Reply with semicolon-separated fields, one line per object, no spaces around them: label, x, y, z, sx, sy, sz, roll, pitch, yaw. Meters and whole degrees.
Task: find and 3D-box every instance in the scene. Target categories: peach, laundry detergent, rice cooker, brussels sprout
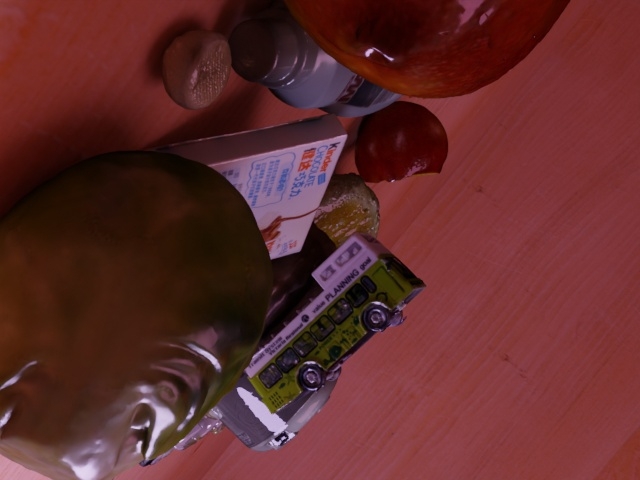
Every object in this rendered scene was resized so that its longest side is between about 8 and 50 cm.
peach;0.091;-0.290;0.613;0.373;0.289;0.373;-56;171;-13
laundry detergent;0.032;-0.262;0.914;0.264;0.124;0.397;-55;166;31
peach;0.161;-0.177;1.473;0.190;0.190;0.193;103;2;-65
rice cooker;-0.133;0.279;1.583;0.288;0.277;0.288;-45;-175;5
brussels sprout;-0.185;0.077;0.728;0.344;0.268;0.344;-46;146;-44

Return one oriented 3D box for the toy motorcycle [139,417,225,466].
toy motorcycle;-0.306;0.451;1.881;0.340;0.108;0.223;-24;158;-50

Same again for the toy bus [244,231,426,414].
toy bus;0.013;0.130;1.141;0.301;0.139;0.113;-44;166;13

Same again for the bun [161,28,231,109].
bun;-0.130;-0.174;0.739;0.086;0.054;0.086;-58;165;-26

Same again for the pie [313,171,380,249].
pie;0.000;0.000;1.554;0.323;0.070;0.323;-29;146;-22

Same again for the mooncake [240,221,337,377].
mooncake;-0.114;0.079;1.258;0.324;0.187;0.324;-45;166;-14

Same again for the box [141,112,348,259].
box;-0.117;-0.041;0.974;0.264;0.048;0.273;-15;151;-27
